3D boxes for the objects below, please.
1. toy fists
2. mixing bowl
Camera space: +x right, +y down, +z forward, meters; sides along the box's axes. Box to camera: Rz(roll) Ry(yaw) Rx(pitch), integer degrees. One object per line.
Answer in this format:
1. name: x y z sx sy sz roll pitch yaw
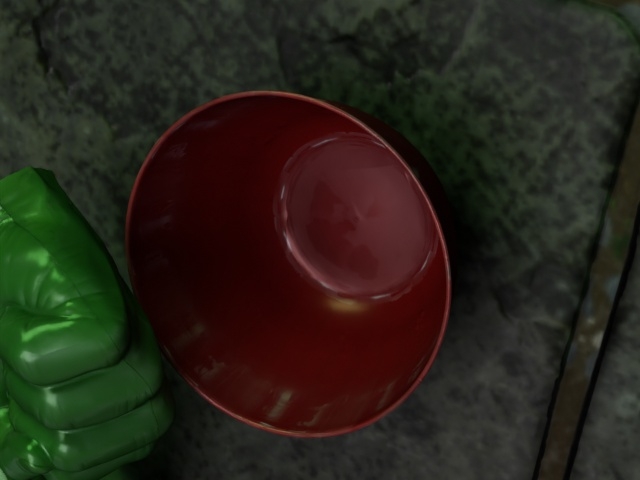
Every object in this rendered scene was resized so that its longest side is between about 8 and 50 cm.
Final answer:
1. toy fists: -0.153 0.090 0.985 0.142 0.096 0.279 50 148 18
2. mixing bowl: 0.000 0.000 0.939 0.181 0.098 0.181 8 111 23
